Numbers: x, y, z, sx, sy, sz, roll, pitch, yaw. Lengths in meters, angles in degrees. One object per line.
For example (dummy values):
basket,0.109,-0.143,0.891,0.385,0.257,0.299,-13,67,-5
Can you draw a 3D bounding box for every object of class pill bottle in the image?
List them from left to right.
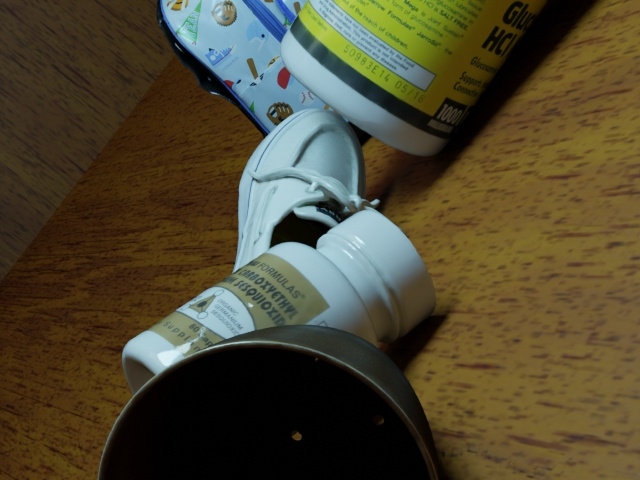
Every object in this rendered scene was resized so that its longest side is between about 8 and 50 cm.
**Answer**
pill bottle,-0.028,0.076,1.403,0.229,0.131,0.131,-34,8,-22
pill bottle,0.124,-0.259,1.666,0.334,0.188,0.188,-56,13,15

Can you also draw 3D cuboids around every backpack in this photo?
backpack,-0.049,-0.226,2.017,0.213,0.263,0.276,-50,15,12

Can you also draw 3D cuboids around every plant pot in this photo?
plant pot,-0.013,0.142,1.205,0.215,0.215,0.230,-47,1,15

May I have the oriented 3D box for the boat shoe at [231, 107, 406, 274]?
boat shoe,-0.007,-0.004,1.621,0.156,0.136,0.367,-36,24,44
